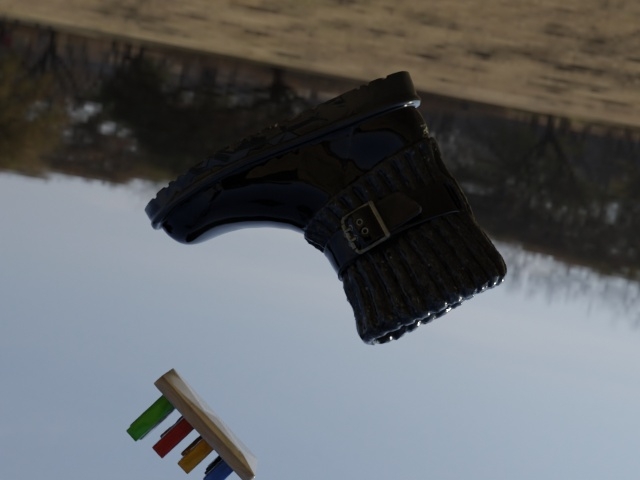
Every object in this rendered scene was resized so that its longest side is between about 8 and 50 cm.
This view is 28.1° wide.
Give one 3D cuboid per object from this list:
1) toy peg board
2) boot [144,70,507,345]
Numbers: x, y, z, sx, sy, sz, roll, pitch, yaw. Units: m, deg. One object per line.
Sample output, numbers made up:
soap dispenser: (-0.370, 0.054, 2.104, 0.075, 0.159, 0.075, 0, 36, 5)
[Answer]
toy peg board: (-0.160, 0.244, 1.556, 0.161, 0.079, 0.161, 48, 178, 1)
boot: (0.000, 0.000, 1.372, 0.348, 0.260, 0.131, -23, 178, 17)
